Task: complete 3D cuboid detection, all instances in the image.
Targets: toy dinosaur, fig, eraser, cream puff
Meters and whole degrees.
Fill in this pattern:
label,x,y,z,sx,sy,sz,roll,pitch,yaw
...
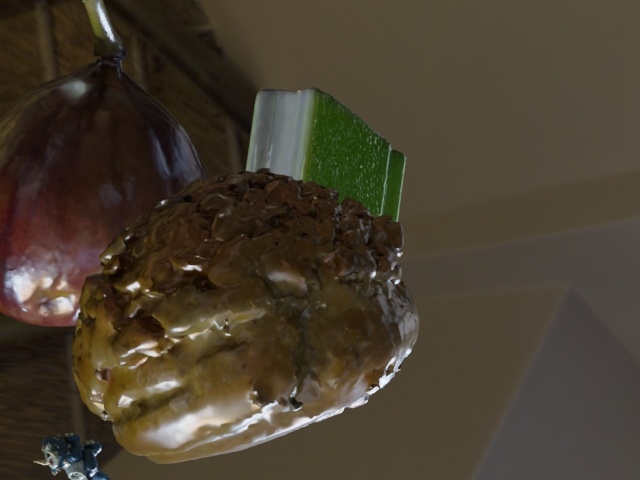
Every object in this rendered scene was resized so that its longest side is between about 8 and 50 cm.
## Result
label,x,y,z,sx,sy,sz,roll,pitch,yaw
toy dinosaur,-0.255,0.230,1.161,0.083,0.030,0.047,29,-142,-30
fig,-0.173,-0.060,0.848,0.203,0.186,0.249,6,-87,-41
eraser,0.000,0.000,1.179,0.210,0.092,0.274,28,-115,-53
cream puff,-0.037,0.029,0.493,0.115,0.165,0.150,68,-158,-2

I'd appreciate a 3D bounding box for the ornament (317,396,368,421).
label,x,y,z,sx,sy,sz,roll,pitch,yaw
ornament,-0.058,0.123,1.682,0.240,0.240,0.239,56,-150,-17
